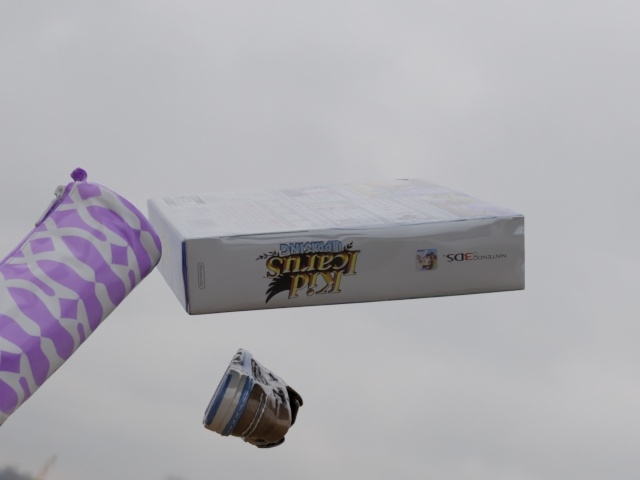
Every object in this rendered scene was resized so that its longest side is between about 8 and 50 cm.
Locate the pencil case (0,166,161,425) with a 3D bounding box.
[{"bbox_3d":[-0.192,0.044,0.937,0.088,0.206,0.086,51,-33,-18],"label":"pencil case"}]

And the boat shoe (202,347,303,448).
[{"bbox_3d":[-0.052,0.132,1.125,0.066,0.066,0.183,27,3,-2],"label":"boat shoe"}]

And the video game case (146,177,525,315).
[{"bbox_3d":[0.000,0.000,1.119,0.244,0.061,0.269,-5,9,-11],"label":"video game case"}]
